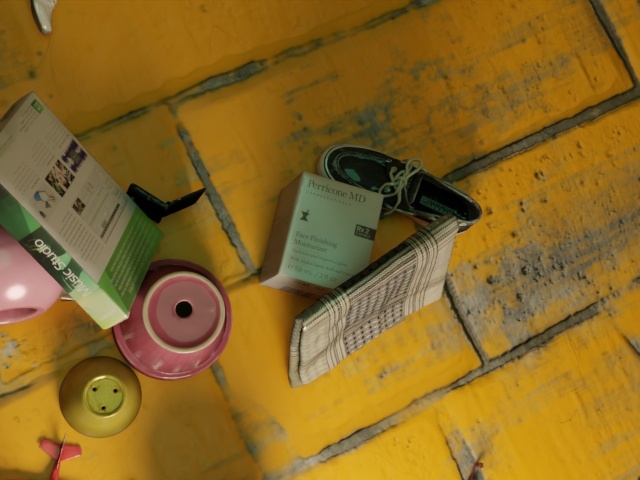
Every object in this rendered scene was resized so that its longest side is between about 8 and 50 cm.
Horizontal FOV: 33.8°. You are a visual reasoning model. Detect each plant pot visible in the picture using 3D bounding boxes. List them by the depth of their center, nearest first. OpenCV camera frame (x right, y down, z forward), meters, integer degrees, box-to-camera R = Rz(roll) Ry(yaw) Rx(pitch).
[{"bbox_3d":[-0.350,0.251,1.693,0.134,0.095,0.134,2,81,-15],"label":"plant pot"},{"bbox_3d":[-0.233,0.124,1.703,0.201,0.180,0.201,2,81,-15],"label":"plant pot"}]

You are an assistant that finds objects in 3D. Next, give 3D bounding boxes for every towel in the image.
[{"bbox_3d":[0.084,0.115,1.728,0.312,0.324,0.056,-34,71,-17],"label":"towel"}]

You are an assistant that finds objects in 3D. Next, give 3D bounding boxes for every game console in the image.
[{"bbox_3d":[-0.262,-0.076,1.758,0.107,0.122,0.071,33,73,-8],"label":"game console"}]

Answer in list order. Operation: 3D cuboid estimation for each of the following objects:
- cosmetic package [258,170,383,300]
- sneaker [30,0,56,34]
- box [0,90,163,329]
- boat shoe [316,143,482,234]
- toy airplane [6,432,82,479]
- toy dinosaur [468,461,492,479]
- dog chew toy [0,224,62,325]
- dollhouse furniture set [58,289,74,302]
[{"bbox_3d":[0.000,0.000,1.802,0.151,0.151,0.183,16,77,-14],"label":"cosmetic package"},{"bbox_3d":[-0.466,-0.425,1.795,0.061,0.054,0.152,-7,82,-19],"label":"sneaker"},{"bbox_3d":[-0.387,-0.048,1.615,0.058,0.232,0.322,-30,114,24],"label":"box"},{"bbox_3d":[0.144,-0.093,1.882,0.306,0.105,0.113,28,75,-10],"label":"boat shoe"},{"bbox_3d":[-0.429,0.382,1.685,0.151,0.028,0.151,3,80,-17],"label":"toy airplane"},{"bbox_3d":[0.269,0.436,1.867,0.090,0.047,0.082,-5,64,-6],"label":"toy dinosaur"},{"bbox_3d":[-0.514,-0.039,1.648,0.207,0.206,0.332,-10,76,-17],"label":"dog chew toy"},{"bbox_3d":[-0.400,0.027,1.755,0.076,0.058,0.151,7,98,-22],"label":"dollhouse furniture set"}]
